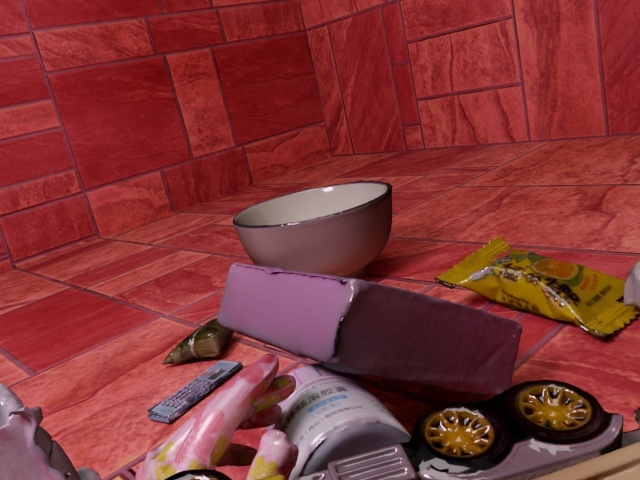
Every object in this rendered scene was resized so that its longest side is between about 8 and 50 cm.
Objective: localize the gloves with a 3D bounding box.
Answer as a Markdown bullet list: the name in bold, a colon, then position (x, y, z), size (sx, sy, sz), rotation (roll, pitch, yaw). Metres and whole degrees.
- **gloves**: position (-0.103, 0.216, 0.551), size (0.126, 0.241, 0.145), rotation (16, -8, -11)

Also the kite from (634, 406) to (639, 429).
- **kite**: position (0.303, 0.173, 0.388), size (0.011, 0.314, 0.335), rotation (-42, 28, 42)

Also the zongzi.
- **zongzi**: position (-0.221, 0.184, 1.102), size (0.119, 0.055, 0.109), rotation (-20, 10, 16)

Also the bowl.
- **bowl**: position (0.000, 0.000, 1.320), size (0.354, 0.185, 0.354), rotation (-12, 15, 3)

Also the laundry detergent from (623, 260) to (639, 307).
- **laundry detergent**: position (0.549, 0.051, 0.781), size (0.290, 0.143, 0.094), rotation (-6, 20, 37)

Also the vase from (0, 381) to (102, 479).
- **vase**: position (-0.304, 0.236, 0.420), size (0.250, 0.250, 0.445), rotation (-25, -5, -38)

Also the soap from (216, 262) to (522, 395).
- **soap**: position (0.052, 0.111, 0.785), size (0.285, 0.107, 0.296), rotation (16, -7, -35)

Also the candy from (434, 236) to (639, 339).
- **candy**: position (0.358, 0.073, 0.975), size (0.187, 0.081, 0.297), rotation (-24, 32, -34)

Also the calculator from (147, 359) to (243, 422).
- **calculator**: position (-0.197, 0.235, 0.956), size (0.057, 0.018, 0.172), rotation (0, 18, 35)

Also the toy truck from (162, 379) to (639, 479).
- **toy truck**: position (0.070, 0.248, 0.393), size (0.405, 0.180, 0.254), rotation (-12, 22, -8)

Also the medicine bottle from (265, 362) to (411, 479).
- **medicine bottle**: position (0.016, 0.214, 0.633), size (0.135, 0.135, 0.168), rotation (-16, 12, -12)
